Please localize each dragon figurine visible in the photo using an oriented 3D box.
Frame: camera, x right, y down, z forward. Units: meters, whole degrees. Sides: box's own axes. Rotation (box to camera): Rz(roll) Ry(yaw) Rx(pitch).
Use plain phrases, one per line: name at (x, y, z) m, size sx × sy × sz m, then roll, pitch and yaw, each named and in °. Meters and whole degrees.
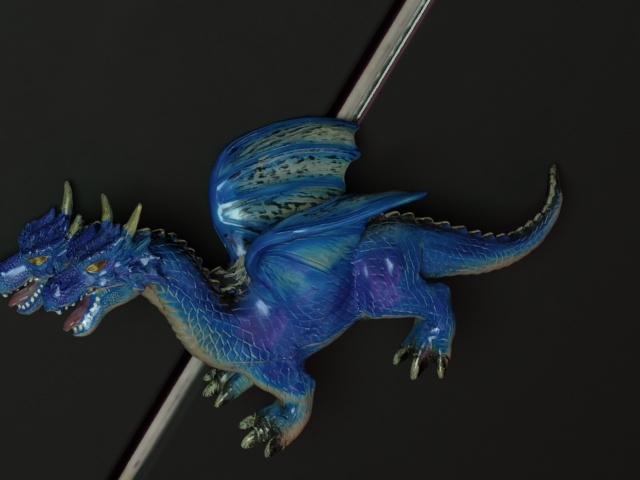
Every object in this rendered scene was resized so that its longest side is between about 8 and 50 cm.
dragon figurine at (0.000, 0.000, 0.808) m, size 0.289 × 0.085 × 0.144 m, roll -24°, pitch 127°, yaw -14°
